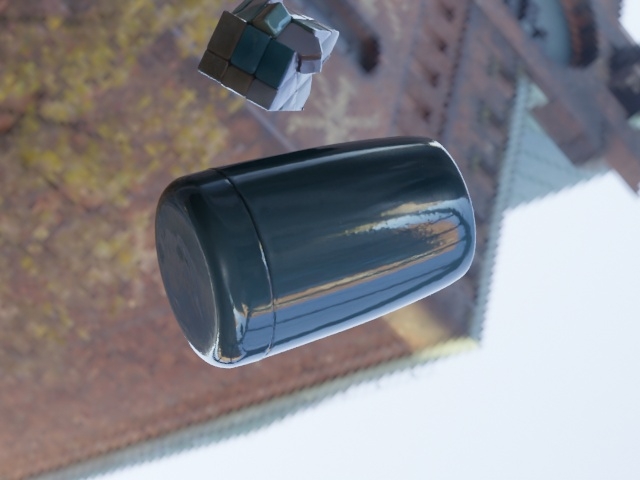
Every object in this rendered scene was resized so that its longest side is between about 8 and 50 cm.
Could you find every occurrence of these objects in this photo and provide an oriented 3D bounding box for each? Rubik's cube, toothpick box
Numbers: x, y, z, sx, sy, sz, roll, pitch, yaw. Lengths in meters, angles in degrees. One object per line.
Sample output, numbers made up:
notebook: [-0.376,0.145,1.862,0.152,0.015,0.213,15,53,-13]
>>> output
Rubik's cube: [-0.031,-0.130,1.196,0.084,0.075,0.073,-61,176,-75]
toothpick box: [0.000,0.000,1.116,0.184,0.120,0.120,-15,-159,-23]
